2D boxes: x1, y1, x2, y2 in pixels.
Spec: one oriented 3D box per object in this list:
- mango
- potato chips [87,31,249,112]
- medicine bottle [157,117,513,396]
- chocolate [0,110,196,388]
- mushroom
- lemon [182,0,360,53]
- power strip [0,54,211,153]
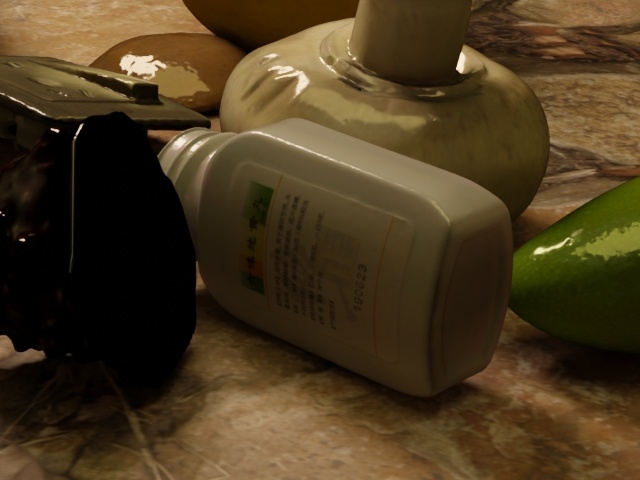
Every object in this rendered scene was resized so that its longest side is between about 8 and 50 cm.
[{"bbox_3d":[0.312,0.016,1.660,0.343,0.156,0.192,-7,25,-21],"label":"mango"},{"bbox_3d":[-0.165,-0.200,2.185,0.208,0.062,0.195,11,27,10],"label":"potato chips"},{"bbox_3d":[0.000,0.000,1.612,0.324,0.179,0.124,21,28,34],"label":"medicine bottle"},{"bbox_3d":[-0.223,0.019,1.562,0.177,0.224,0.206,-11,-24,21],"label":"chocolate"},{"bbox_3d":[0.065,-0.109,1.789,0.315,0.315,0.356,2,-11,-6],"label":"mushroom"},{"bbox_3d":[-0.021,-0.365,2.263,0.348,0.348,0.348,4,24,-2],"label":"lemon"},{"bbox_3d":[-0.283,-0.134,1.975,0.257,0.092,0.251,20,20,34],"label":"power strip"}]
